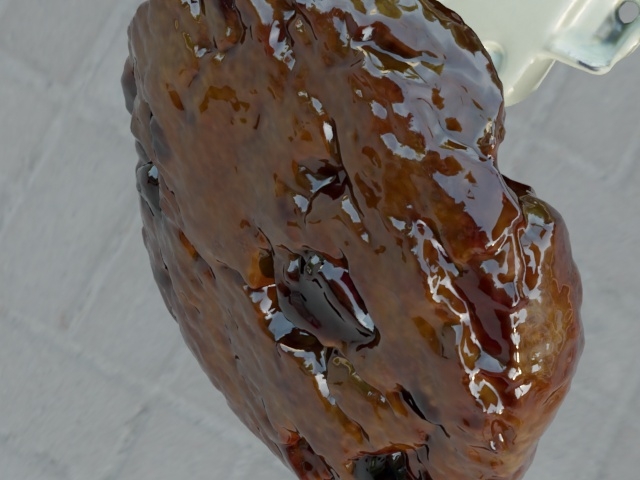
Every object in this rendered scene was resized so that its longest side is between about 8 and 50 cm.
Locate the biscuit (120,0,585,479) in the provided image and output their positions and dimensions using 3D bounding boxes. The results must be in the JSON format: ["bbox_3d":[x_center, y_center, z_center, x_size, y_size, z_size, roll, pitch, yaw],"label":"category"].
[{"bbox_3d":[0.000,0.000,0.547,0.049,0.192,0.192,-26,85,-35],"label":"biscuit"}]

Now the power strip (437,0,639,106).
[{"bbox_3d":[-0.034,-0.166,0.584,0.338,0.058,0.098,35,115,1],"label":"power strip"}]
